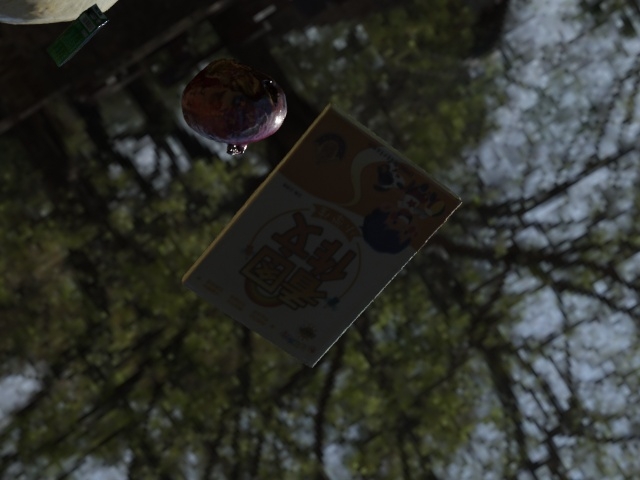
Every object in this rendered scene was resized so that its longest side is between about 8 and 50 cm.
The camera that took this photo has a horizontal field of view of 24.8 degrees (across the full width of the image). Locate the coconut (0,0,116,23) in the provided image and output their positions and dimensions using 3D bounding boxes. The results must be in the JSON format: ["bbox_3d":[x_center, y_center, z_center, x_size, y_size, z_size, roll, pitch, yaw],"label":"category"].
[{"bbox_3d":[-0.334,-0.466,1.841,0.360,0.346,0.346,-41,-173,22],"label":"coconut"}]

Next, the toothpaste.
[{"bbox_3d":[-0.217,-0.183,1.295,0.017,0.020,0.083,-43,-172,-39],"label":"toothpaste"}]

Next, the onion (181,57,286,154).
[{"bbox_3d":[-0.086,-0.133,1.456,0.107,0.097,0.107,6,-164,-2],"label":"onion"}]

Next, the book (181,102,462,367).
[{"bbox_3d":[0.000,0.000,1.777,0.295,0.208,0.020,-49,-160,18],"label":"book"}]
